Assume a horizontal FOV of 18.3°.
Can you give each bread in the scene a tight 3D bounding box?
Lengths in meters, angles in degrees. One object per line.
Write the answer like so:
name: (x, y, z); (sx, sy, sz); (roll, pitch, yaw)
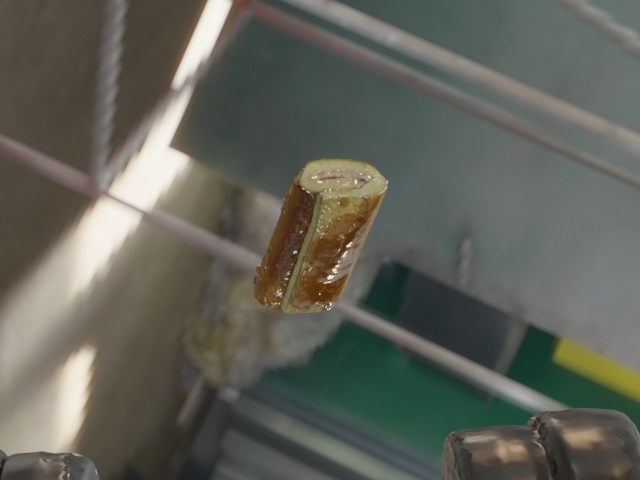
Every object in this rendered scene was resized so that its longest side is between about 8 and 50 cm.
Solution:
bread: (0.000, 0.000, 0.951); (0.083, 0.047, 0.036); (111, -30, -42)

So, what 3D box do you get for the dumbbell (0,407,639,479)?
dumbbell: (-0.014, 0.160, 0.749); (0.185, 0.388, 0.185); (176, -90, -89)
